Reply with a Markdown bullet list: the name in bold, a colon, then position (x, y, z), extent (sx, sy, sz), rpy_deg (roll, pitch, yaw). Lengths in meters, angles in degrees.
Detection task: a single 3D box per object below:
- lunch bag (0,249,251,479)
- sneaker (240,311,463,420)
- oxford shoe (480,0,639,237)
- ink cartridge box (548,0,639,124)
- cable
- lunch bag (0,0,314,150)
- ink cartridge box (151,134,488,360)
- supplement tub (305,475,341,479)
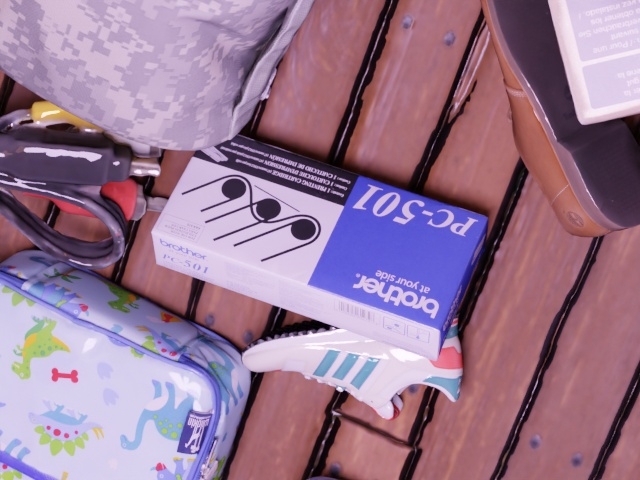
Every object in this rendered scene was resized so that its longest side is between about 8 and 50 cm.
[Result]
- **lunch bag**: position (-0.171, 0.123, 1.301), extent (0.219, 0.090, 0.176), rpy_deg (26, 111, 11)
- **sneaker**: position (0.023, 0.092, 1.249), extent (0.161, 0.057, 0.075), rpy_deg (-9, 94, 16)
- **oxford shoe**: position (0.142, -0.099, 1.168), extent (0.076, 0.076, 0.212), rpy_deg (-26, 82, 60)
- **ink cartridge box**: position (0.247, -0.143, 1.033), extent (0.193, 0.235, 0.088), rpy_deg (-11, 99, 20)
- **cable**: position (-0.231, -0.061, 1.242), extent (0.287, 0.072, 0.139), rpy_deg (8, 118, -8)
- **lunch bag**: position (-0.107, -0.211, 1.097), extent (0.256, 0.212, 0.305), rpy_deg (40, 145, 1)
- **ink cartridge box**: position (0.000, 0.000, 1.213), extent (0.207, 0.097, 0.046), rpy_deg (19, 150, 12)
- **supplement tub**: position (-0.019, 0.268, 1.278), extent (0.106, 0.106, 0.198), rpy_deg (27, 108, 9)
